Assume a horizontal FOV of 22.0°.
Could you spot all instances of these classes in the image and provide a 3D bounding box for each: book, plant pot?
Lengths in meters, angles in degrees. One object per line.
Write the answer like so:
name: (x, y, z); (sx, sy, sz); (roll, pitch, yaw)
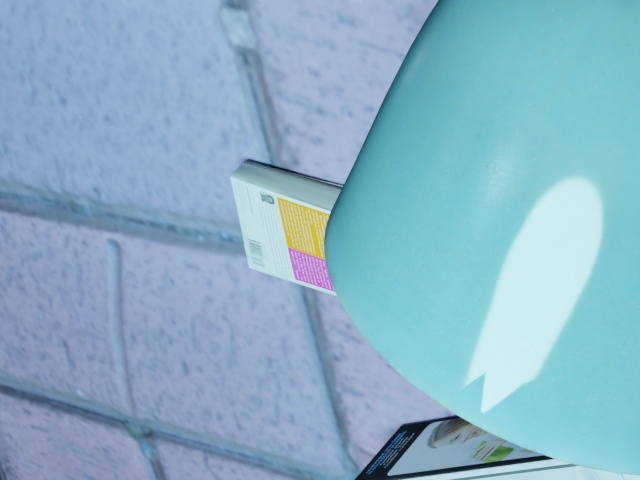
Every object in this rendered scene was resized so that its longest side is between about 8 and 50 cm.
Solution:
book: (0.000, 0.000, 1.276); (0.144, 0.035, 0.096); (17, 135, 29)
plant pot: (0.171, -0.057, 0.908); (0.293, 0.293, 0.235); (30, 126, 18)

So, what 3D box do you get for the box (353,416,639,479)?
box: (0.180, 0.215, 1.256); (0.290, 0.087, 0.169); (-15, 112, 46)
